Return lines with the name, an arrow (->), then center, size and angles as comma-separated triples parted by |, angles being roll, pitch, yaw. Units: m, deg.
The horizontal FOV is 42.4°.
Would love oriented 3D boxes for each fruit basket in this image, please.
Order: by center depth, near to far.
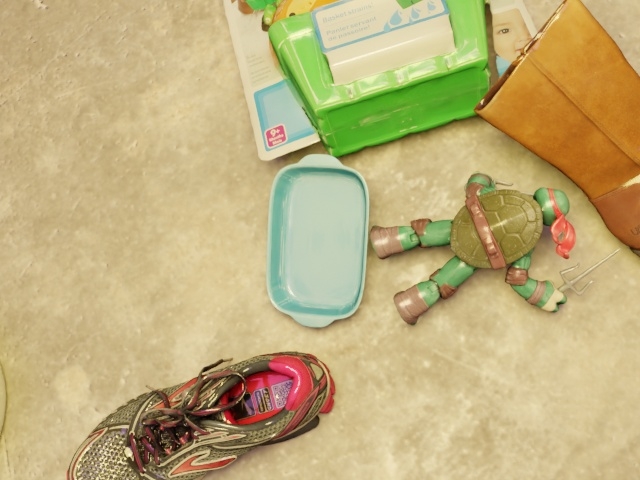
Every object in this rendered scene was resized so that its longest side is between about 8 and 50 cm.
fruit basket -> 0.048, -0.288, 0.932 | 0.327, 0.165, 0.353 | -16, 71, 5

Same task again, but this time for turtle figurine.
turtle figurine -> 0.178, -0.005, 0.867 | 0.234, 0.118, 0.175 | -22, 63, 13

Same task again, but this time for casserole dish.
casserole dish -> 0.000, 0.000, 0.910 | 0.114, 0.037, 0.188 | 4, 94, 17

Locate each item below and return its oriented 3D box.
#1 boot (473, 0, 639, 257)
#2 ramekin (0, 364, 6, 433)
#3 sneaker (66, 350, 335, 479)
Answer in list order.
boot -> 0.339, -0.142, 0.824 | 0.280, 0.096, 0.264 | 42, 111, -6
ramekin -> -0.492, 0.185, 0.914 | 0.277, 0.135, 0.277 | -2, 77, 8
sneaker -> -0.134, 0.189, 0.868 | 0.299, 0.112, 0.120 | -27, 74, 3
